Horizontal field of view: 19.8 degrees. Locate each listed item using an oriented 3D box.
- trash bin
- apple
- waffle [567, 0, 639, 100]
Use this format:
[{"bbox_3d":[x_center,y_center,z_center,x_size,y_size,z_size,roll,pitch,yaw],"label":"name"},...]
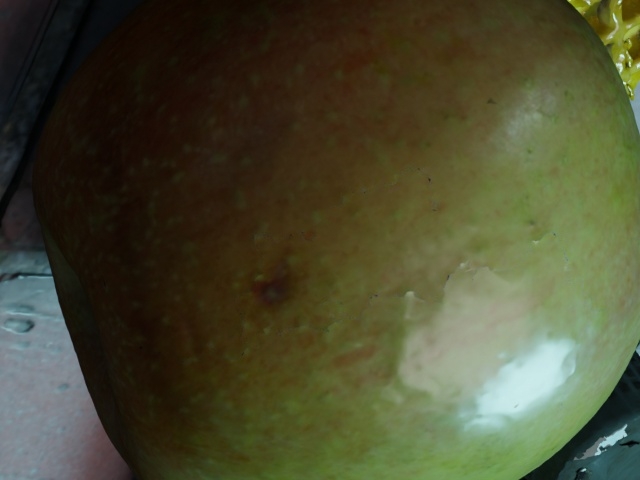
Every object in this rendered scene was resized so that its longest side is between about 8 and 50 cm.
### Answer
[{"bbox_3d":[0.166,0.119,1.311,0.175,0.161,0.175,-22,140,-20],"label":"trash bin"},{"bbox_3d":[0.000,0.000,0.928,0.277,0.319,0.319,-29,141,-19],"label":"apple"},{"bbox_3d":[0.163,-0.188,1.082,0.283,0.065,0.309,6,120,-46],"label":"waffle"}]
